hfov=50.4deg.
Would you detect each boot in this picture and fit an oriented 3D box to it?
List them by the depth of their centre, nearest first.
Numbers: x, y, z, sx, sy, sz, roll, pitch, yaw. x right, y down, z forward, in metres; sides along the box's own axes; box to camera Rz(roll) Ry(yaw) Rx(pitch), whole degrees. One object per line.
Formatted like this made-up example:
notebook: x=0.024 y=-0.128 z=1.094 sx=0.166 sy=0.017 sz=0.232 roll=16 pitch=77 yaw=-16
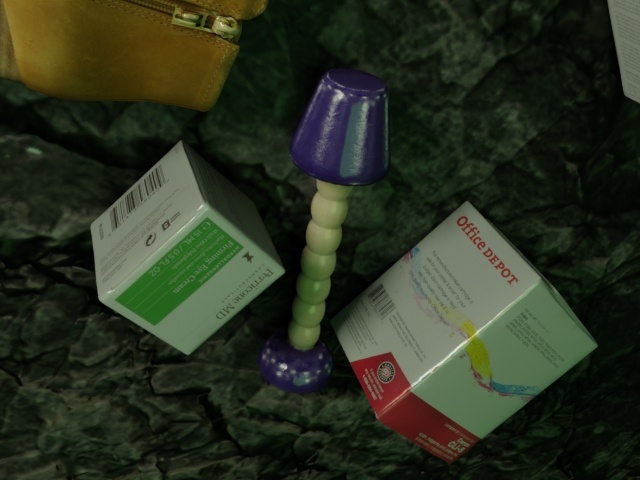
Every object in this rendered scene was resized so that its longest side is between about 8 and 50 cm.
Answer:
boot: x=-0.114 y=-0.212 z=0.355 sx=0.211 sy=0.104 sz=0.295 roll=1 pitch=128 yaw=-27

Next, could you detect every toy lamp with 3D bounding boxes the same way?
toy lamp: x=0.000 y=0.000 z=0.548 sx=0.080 sy=0.080 sz=0.275 roll=1 pitch=124 yaw=-21

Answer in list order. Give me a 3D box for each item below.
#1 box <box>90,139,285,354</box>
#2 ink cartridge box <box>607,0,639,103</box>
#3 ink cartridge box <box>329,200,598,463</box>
box: x=-0.099 y=0.005 z=0.497 sx=0.101 sy=0.102 sz=0.087 roll=-41 pitch=129 yaw=8
ink cartridge box: x=0.268 y=-0.166 z=0.459 sx=0.066 sy=0.189 sz=0.232 roll=-28 pitch=127 yaw=0
ink cartridge box: x=0.127 y=0.083 z=0.616 sx=0.176 sy=0.128 sz=0.127 roll=-42 pitch=127 yaw=11
